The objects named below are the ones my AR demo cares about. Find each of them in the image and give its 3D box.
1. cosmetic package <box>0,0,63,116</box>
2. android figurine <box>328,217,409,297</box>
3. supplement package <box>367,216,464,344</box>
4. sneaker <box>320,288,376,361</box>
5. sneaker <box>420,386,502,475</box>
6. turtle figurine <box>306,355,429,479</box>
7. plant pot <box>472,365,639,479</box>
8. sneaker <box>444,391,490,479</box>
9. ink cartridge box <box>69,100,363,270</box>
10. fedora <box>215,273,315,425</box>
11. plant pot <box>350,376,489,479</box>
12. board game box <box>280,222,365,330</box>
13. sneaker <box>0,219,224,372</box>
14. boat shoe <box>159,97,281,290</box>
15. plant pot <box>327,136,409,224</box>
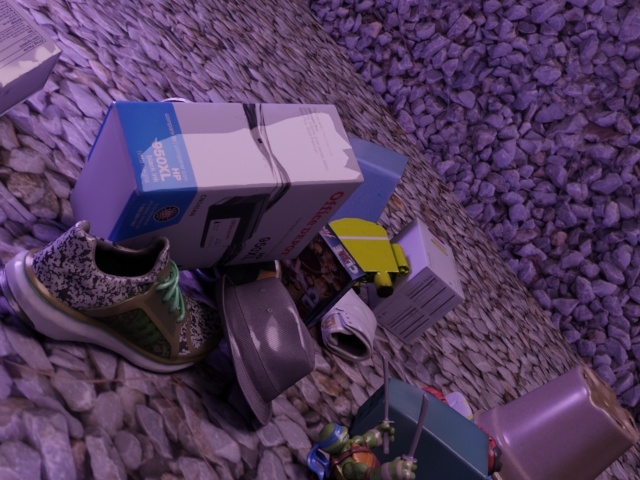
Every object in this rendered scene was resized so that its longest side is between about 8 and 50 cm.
[{"bbox_3d":[-0.605,-0.360,1.391,0.296,0.129,0.153,46,48,-5],"label":"cosmetic package"},{"bbox_3d":[0.093,0.036,2.056,0.248,0.056,0.273,0,40,-14],"label":"android figurine"},{"bbox_3d":[0.242,0.102,2.183,0.145,0.204,0.262,39,23,-20],"label":"supplement package"},{"bbox_3d":[0.019,0.139,1.816,0.292,0.108,0.169,44,18,-13],"label":"sneaker"},{"bbox_3d":[0.262,0.408,1.766,0.135,0.097,0.276,13,17,-42],"label":"sneaker"},{"bbox_3d":[0.136,0.386,1.425,0.275,0.198,0.266,-39,108,-29],"label":"turtle figurine"},{"bbox_3d":[0.598,0.482,2.057,0.334,0.305,0.334,40,21,-19],"label":"plant pot"},{"bbox_3d":[0.333,0.467,1.899,0.126,0.091,0.240,49,24,-31],"label":"sneaker"},{"bbox_3d":[-0.172,-0.083,1.362,0.395,0.285,0.166,-6,65,-33],"label":"ink cartridge box"},{"bbox_3d":[-0.084,0.166,1.421,0.275,0.124,0.243,-112,180,-51],"label":"fedora"},{"bbox_3d":[0.184,0.396,1.617,0.234,0.165,0.165,40,21,-3],"label":"plant pot"},{"bbox_3d":[-0.036,0.075,1.629,0.042,0.243,0.165,-20,68,-48],"label":"board game box"},{"bbox_3d":[-0.264,0.080,1.255,0.410,0.182,0.158,24,32,-51],"label":"sneaker"},{"bbox_3d":[-0.236,-0.098,1.641,0.156,0.187,0.500,23,36,-59],"label":"boat shoe"},{"bbox_3d":[0.068,-0.157,2.275,0.252,0.247,0.247,28,22,1],"label":"plant pot"}]
